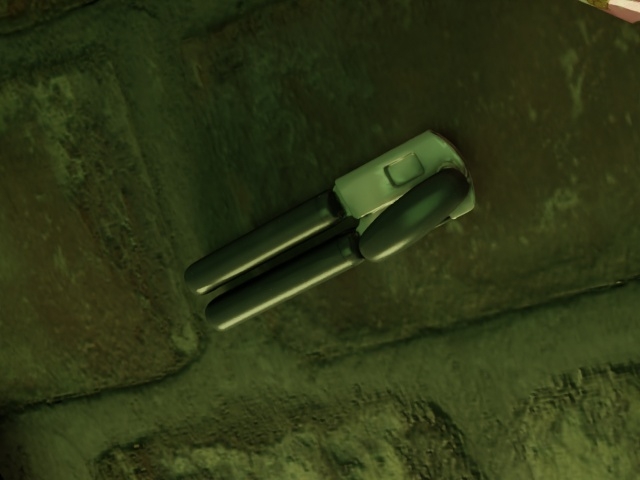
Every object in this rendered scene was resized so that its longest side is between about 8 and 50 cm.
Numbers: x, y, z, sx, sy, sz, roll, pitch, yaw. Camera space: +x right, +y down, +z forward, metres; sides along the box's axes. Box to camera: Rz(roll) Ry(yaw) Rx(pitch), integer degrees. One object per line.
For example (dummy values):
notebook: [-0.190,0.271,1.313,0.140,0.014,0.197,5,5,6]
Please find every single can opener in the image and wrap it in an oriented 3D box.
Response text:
can opener: [0.000,0.000,1.234,0.283,0.095,0.076,-28,95,25]

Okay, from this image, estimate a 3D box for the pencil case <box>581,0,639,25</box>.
pencil case: [0.191,-0.255,1.047,0.386,0.167,0.160,22,112,12]

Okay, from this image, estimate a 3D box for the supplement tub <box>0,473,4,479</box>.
supplement tub: [-0.374,0.324,1.408,0.207,0.207,0.338,-21,98,24]
